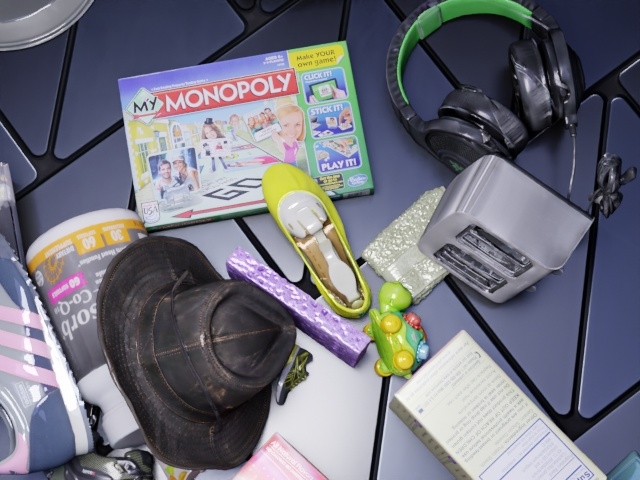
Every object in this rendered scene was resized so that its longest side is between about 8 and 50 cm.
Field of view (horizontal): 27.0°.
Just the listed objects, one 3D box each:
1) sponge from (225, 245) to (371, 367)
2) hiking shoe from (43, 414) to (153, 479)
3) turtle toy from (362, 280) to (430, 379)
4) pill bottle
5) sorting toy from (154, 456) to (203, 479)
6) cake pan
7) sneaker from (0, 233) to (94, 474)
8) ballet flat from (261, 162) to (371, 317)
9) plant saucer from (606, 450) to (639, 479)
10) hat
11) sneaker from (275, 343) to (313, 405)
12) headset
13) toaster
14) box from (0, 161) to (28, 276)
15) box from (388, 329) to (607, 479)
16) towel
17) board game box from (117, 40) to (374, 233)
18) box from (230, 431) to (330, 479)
[{"bbox_3d":[-0.030,0.087,1.729,0.210,0.117,0.031,36,79,7],"label":"sponge"},{"bbox_3d":[-0.243,0.326,1.700,0.227,0.086,0.114,40,85,9],"label":"hiking shoe"},{"bbox_3d":[0.101,0.117,1.737,0.066,0.095,0.130,-15,84,-21],"label":"turtle toy"},{"bbox_3d":[-0.255,0.112,1.698,0.162,0.162,0.278,-24,75,-4],"label":"pill bottle"},{"bbox_3d":[-0.182,0.275,1.738,0.075,0.045,0.083,38,81,27],"label":"sorting toy"},{"bbox_3d":[-0.446,-0.412,1.868,0.293,0.054,0.293,0,79,0],"label":"cake pan"},{"bbox_3d":[-0.392,0.134,1.633,0.131,0.112,0.319,-22,81,-21],"label":"sneaker"},{"bbox_3d":[0.000,0.000,1.738,0.077,0.077,0.231,-30,95,0],"label":"ballet flat"},{"bbox_3d":[0.359,0.357,1.721,0.192,0.018,0.067,-40,81,-6],"label":"plant saucer"},{"bbox_3d":[-0.115,0.119,1.614,0.134,0.331,0.331,-22,77,27],"label":"hat"},{"bbox_3d":[-0.035,0.179,1.754,0.035,0.031,0.083,20,82,0],"label":"sneaker"},{"bbox_3d":[0.251,-0.183,1.745,0.243,0.185,0.394,-38,69,-6],"label":"headset"},{"bbox_3d":[0.227,-0.019,1.698,0.186,0.168,0.110,34,65,-5],"label":"toaster"},{"bbox_3d":[-0.570,0.086,1.715,0.395,0.097,0.318,-9,76,-13],"label":"box"},{"bbox_3d":[0.210,0.245,1.644,0.117,0.213,0.243,-42,81,-7],"label":"box"},{"bbox_3d":[0.138,0.006,1.789,0.148,0.027,0.110,-40,80,-7],"label":"towel"},{"bbox_3d":[-0.102,-0.140,1.813,0.317,0.046,0.213,-10,80,-1],"label":"board game box"},{"bbox_3d":[0.007,0.393,1.654,0.300,0.142,0.154,43,82,8],"label":"box"}]
